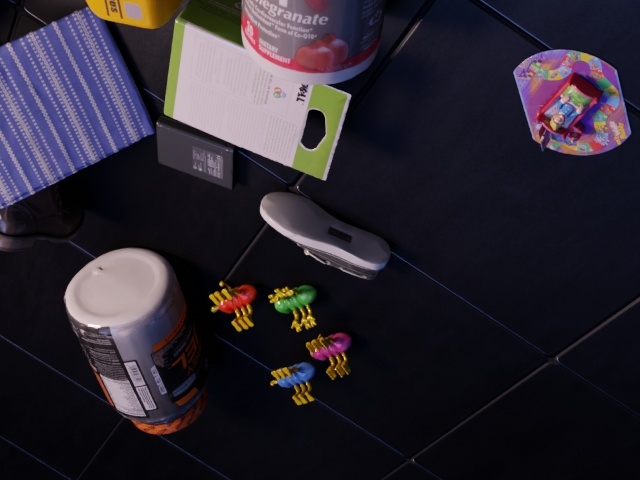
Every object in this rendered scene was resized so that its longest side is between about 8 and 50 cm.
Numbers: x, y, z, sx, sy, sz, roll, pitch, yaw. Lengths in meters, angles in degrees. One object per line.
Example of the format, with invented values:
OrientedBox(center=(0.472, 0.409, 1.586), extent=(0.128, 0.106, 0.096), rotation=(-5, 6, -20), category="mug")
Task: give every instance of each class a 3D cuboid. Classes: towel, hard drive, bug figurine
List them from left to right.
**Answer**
OrientedBox(center=(-0.443, -0.189, 1.718), extent=(0.040, 0.336, 0.243), rotation=(55, 170, 51), category="towel")
OrientedBox(center=(-0.196, -0.138, 1.799), extent=(0.135, 0.022, 0.094), rotation=(20, 142, 11), category="hard drive")
OrientedBox(center=(-0.060, 0.162, 2.012), extent=(0.216, 0.072, 0.279), rotation=(-18, 118, 36), category="bug figurine")

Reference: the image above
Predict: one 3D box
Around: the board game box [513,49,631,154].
OrientedBox(center=(0.316, -0.163, 1.441), extent=(0.133, 0.033, 0.168), rotation=(2, 135, 31), category="board game box")

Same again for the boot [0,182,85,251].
OrientedBox(center=(-0.453, -0.107, 1.903), extent=(0.091, 0.263, 0.229), rotation=(26, 110, 13), category="boot")

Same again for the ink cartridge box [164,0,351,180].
OrientedBox(center=(-0.077, -0.216, 1.580), extent=(0.255, 0.097, 0.189), rotation=(24, 142, 5), category="ink cartridge box")

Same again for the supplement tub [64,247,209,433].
OrientedBox(center=(-0.327, 0.195, 2.107), extent=(0.207, 0.207, 0.338), rotation=(10, 139, 23), category="supplement tub")

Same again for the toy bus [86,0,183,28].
OrientedBox(center=(-0.261, -0.437, 1.434), extent=(0.130, 0.108, 0.332), rotation=(15, 140, 17), category="toy bus")

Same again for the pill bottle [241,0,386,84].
OrientedBox(center=(0.000, -0.350, 1.313), extent=(0.176, 0.176, 0.318), rotation=(21, 141, 11), category="pill bottle")

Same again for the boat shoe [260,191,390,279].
OrientedBox(center=(0.000, 0.000, 1.787), extent=(0.219, 0.078, 0.070), rotation=(27, 141, 0), category="boat shoe")
